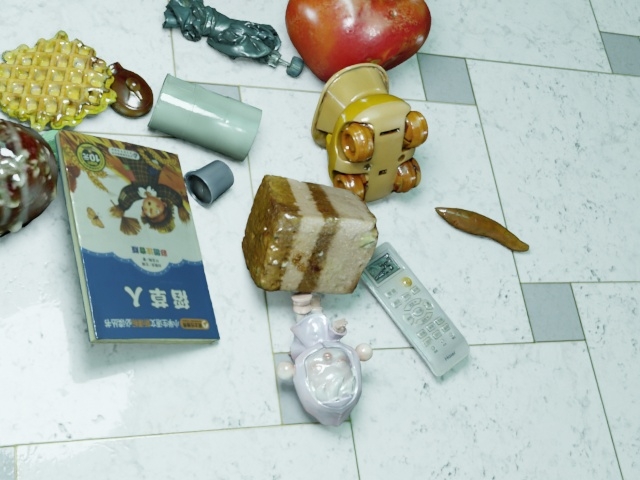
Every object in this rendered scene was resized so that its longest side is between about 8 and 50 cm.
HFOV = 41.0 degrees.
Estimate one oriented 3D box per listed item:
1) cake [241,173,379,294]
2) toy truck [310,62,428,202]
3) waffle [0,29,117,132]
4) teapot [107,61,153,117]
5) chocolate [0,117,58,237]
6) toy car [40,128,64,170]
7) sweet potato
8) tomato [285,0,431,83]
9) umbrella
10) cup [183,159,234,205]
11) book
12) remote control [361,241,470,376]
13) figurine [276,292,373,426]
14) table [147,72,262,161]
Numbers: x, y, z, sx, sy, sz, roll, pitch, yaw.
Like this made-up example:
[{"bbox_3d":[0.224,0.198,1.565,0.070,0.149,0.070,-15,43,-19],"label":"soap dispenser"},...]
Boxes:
[{"bbox_3d":[0.000,0.000,1.775,0.293,0.196,0.198,9,24,-23],"label":"cake"},{"bbox_3d":[0.108,-0.227,1.922,0.204,0.288,0.211,-17,49,-23],"label":"toy truck"},{"bbox_3d":[-0.562,-0.331,1.787,0.238,0.058,0.243,-40,73,-22],"label":"waffle"},{"bbox_3d":[-0.414,-0.327,1.849,0.098,0.078,0.129,-30,81,-31],"label":"teapot"},{"bbox_3d":[-0.643,-0.107,1.541,0.340,0.210,0.225,-18,89,-22],"label":"chocolate"},{"bbox_3d":[-0.576,-0.164,1.718,0.186,0.058,0.093,-27,81,-31],"label":"toy car"},{"bbox_3d":[0.391,-0.033,2.064,0.265,0.057,0.057,19,61,-16],"label":"sweet potato"},{"bbox_3d":[0.084,-0.514,2.016,0.293,0.290,0.325,48,50,5],"label":"tomato"},{"bbox_3d":[-0.194,-0.483,2.007,0.349,0.094,0.143,25,64,-12],"label":"umbrella"},{"bbox_3d":[-0.243,-0.131,1.838,0.100,0.078,0.077,27,48,27],"label":"cup"},{"bbox_3d":[-0.356,-0.002,1.674,0.300,0.039,0.427,8,61,-50],"label":"book"},{"bbox_3d":[0.198,0.153,1.900,0.109,0.055,0.313,-32,77,-24],"label":"remote control"},{"bbox_3d":[0.002,0.236,1.733,0.200,0.133,0.275,-10,66,-13],"label":"figurine"},{"bbox_3d":[-0.250,-0.265,1.860,0.220,0.126,0.126,20,60,-13],"label":"table"}]
